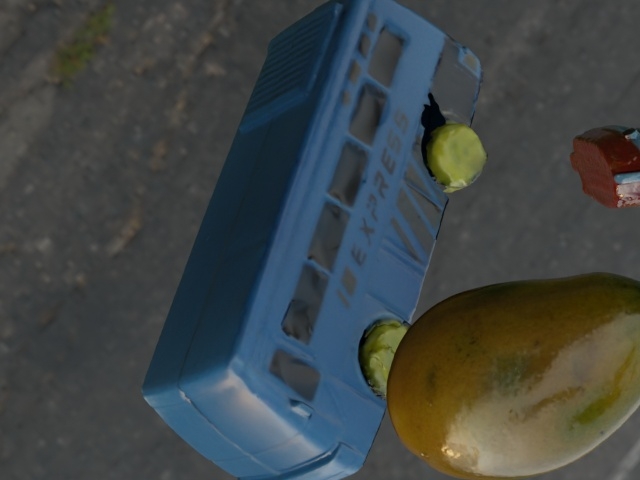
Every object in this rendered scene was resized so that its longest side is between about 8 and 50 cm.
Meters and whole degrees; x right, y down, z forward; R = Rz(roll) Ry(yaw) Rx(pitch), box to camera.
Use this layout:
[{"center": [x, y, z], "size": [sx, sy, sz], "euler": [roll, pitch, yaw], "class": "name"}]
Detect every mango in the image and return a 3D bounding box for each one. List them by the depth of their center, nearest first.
[{"center": [0.114, 0.078, 0.976], "size": [0.089, 0.163, 0.111], "euler": [-13, 95, -64], "class": "mango"}]

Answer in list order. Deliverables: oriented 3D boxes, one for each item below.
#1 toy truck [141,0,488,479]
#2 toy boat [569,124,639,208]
[{"center": [0.000, 0.000, 1.334], "size": [0.161, 0.162, 0.385], "euler": [-23, -139, 51], "class": "toy truck"}, {"center": [0.259, -0.065, 1.480], "size": [0.059, 0.069, 0.173], "euler": [-14, -172, -4], "class": "toy boat"}]
